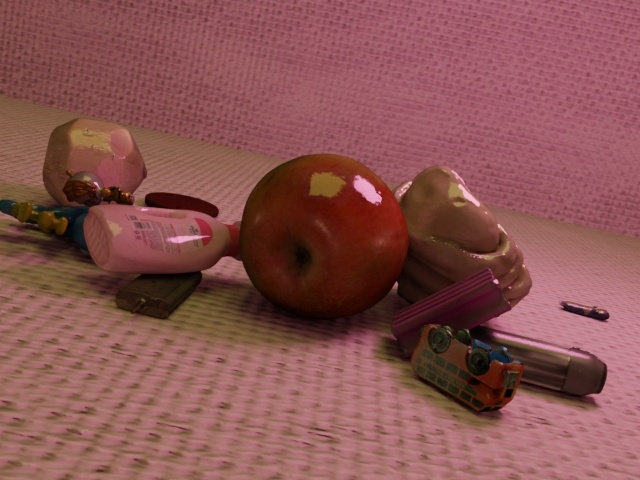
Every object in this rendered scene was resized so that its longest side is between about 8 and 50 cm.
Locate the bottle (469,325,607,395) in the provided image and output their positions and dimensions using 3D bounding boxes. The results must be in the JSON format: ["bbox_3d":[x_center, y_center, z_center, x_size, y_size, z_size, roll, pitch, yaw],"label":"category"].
[{"bbox_3d":[0.369,0.207,1.333,0.254,0.079,0.096,14,40,8],"label":"bottle"}]

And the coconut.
[{"bbox_3d":[-0.536,-0.173,1.820,0.231,0.227,0.227,11,13,-10],"label":"coconut"}]

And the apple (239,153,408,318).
[{"bbox_3d":[0.000,0.000,1.403,0.319,0.319,0.277,19,34,25],"label":"apple"}]

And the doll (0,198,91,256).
[{"bbox_3d":[-0.473,-0.020,1.537,0.346,0.098,0.341,10,-1,-41],"label":"doll"}]

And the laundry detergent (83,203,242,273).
[{"bbox_3d":[-0.266,-0.002,1.421,0.335,0.088,0.159,1,46,-43],"label":"laundry detergent"}]

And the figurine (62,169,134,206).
[{"bbox_3d":[-0.439,-0.096,1.505,0.143,0.068,0.101,8,-14,-23],"label":"figurine"}]

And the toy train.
[{"bbox_3d":[0.229,0.199,1.208,0.072,0.099,0.188,5,14,-42],"label":"toy train"}]

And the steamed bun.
[{"bbox_3d":[0.253,0.028,1.590,0.339,0.247,0.352,52,2,-8],"label":"steamed bun"}]

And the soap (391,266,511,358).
[{"bbox_3d":[0.227,0.126,1.336,0.203,0.065,0.122,-27,5,11],"label":"soap"}]

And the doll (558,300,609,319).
[{"bbox_3d":[0.659,0.172,1.891,0.125,0.027,0.037,16,20,14],"label":"doll"}]

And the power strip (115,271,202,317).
[{"bbox_3d":[-0.285,0.087,1.336,0.092,0.034,0.268,14,13,3],"label":"power strip"}]

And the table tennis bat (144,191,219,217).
[{"bbox_3d":[-0.368,-0.088,2.011,0.201,0.038,0.310,10,13,-12],"label":"table tennis bat"}]
